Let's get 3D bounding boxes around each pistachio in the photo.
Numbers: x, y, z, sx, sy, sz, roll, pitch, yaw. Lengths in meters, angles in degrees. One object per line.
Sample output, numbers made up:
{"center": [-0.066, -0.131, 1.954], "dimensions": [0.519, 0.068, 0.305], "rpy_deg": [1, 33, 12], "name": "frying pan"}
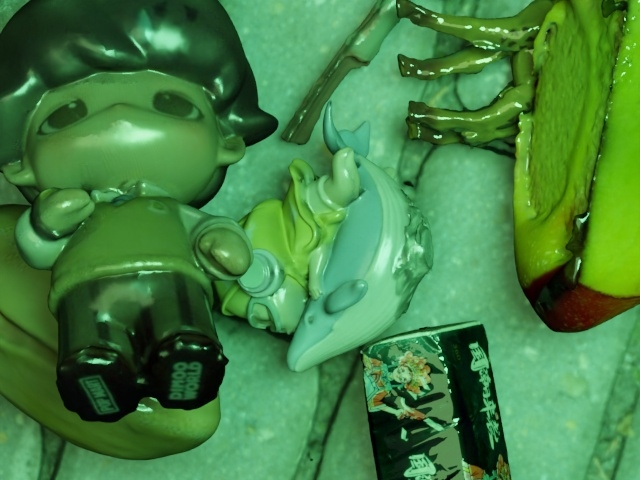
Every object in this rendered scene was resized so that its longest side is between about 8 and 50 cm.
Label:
{"center": [-0.193, 0.073, 1.243], "dimensions": [0.293, 0.181, 0.162], "rpy_deg": [34, 105, 24], "name": "pistachio"}

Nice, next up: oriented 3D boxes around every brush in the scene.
{"center": [0.061, -0.193, 1.212], "dimensions": [0.301, 0.084, 0.071], "rpy_deg": [-52, 56, 21], "name": "brush"}

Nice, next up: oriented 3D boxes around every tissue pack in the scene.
{"center": [0.091, 0.151, 1.195], "dimensions": [0.090, 0.103, 0.170], "rpy_deg": [-13, 87, 24], "name": "tissue pack"}

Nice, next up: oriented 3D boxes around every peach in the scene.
{"center": [0.228, -0.063, 1.117], "dimensions": [0.154, 0.159, 0.267], "rpy_deg": [4, 104, -13], "name": "peach"}

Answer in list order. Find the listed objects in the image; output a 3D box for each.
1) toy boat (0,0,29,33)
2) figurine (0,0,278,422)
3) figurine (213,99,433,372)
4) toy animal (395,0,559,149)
{"center": [-0.251, -0.177, 1.310], "dimensions": [0.319, 0.092, 0.141], "rpy_deg": [-20, 84, 10], "name": "toy boat"}
{"center": [-0.151, -0.055, 1.122], "dimensions": [0.218, 0.365, 0.206], "rpy_deg": [-20, 126, 10], "name": "figurine"}
{"center": [0.000, 0.000, 1.214], "dimensions": [0.183, 0.128, 0.209], "rpy_deg": [6, 85, 21], "name": "figurine"}
{"center": [0.169, -0.173, 1.178], "dimensions": [0.275, 0.054, 0.149], "rpy_deg": [-34, 100, 6], "name": "toy animal"}
